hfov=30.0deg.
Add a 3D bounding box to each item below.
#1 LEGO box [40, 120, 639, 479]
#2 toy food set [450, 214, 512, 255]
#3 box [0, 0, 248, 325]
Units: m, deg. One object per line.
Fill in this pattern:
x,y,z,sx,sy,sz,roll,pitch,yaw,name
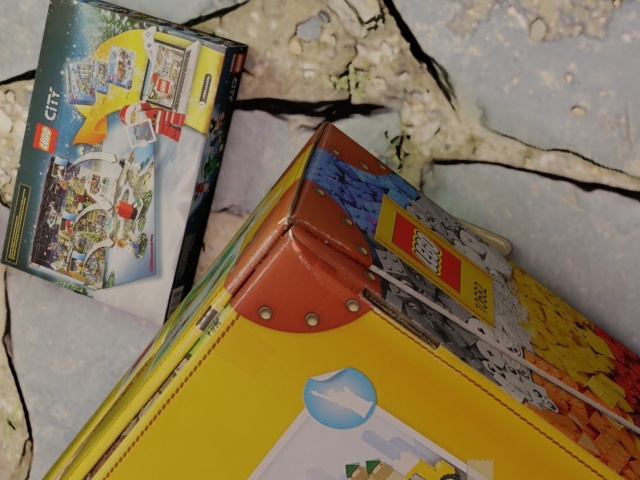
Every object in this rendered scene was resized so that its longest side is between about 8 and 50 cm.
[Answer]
-0.010,0.238,0.831,0.372,0.193,0.500,37,111,-8,LEGO box
0.061,0.069,0.907,0.132,0.038,0.192,21,106,16,toy food set
-0.162,-0.067,0.966,0.159,0.044,0.233,20,106,17,box
